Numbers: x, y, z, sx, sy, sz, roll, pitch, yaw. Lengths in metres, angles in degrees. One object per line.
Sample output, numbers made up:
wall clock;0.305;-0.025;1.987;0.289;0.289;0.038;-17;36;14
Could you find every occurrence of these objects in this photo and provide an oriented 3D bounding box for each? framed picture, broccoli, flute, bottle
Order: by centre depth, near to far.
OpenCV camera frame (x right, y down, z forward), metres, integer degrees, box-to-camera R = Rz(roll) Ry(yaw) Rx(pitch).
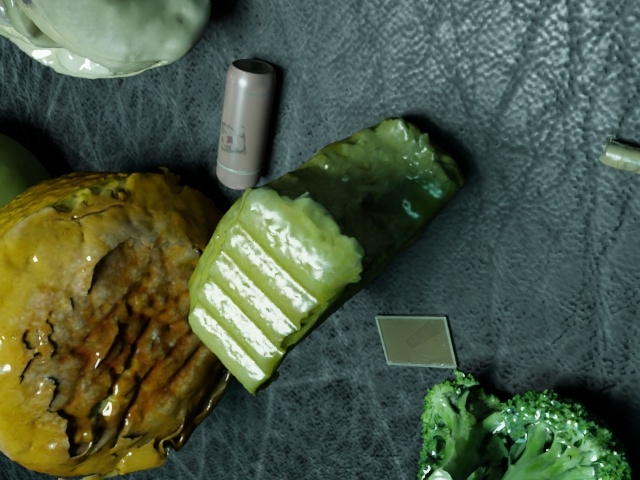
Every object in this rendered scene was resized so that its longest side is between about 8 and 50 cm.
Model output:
flute;0.338;-0.036;0.557;0.233;0.027;0.027;22;123;23
broccoli;0.186;0.271;0.695;0.261;0.242;0.269;33;100;40
bottle;-0.083;-0.125;0.778;0.053;0.053;0.140;26;126;21
framed picture;0.108;0.113;0.799;0.089;0.007;0.066;-4;110;35

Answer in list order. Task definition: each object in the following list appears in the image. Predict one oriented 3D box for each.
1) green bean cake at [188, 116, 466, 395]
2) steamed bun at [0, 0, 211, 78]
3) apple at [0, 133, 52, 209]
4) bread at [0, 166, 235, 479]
green bean cake;0.000;0.000;0.666;0.124;0.236;0.233;45;131;8
steamed bun;-0.255;-0.316;0.649;0.352;0.247;0.339;29;131;33
apple;-0.507;0.023;0.952;0.357;0.357;0.357;15;120;27
bread;-0.250;0.093;0.847;0.204;0.337;0.358;24;128;48
